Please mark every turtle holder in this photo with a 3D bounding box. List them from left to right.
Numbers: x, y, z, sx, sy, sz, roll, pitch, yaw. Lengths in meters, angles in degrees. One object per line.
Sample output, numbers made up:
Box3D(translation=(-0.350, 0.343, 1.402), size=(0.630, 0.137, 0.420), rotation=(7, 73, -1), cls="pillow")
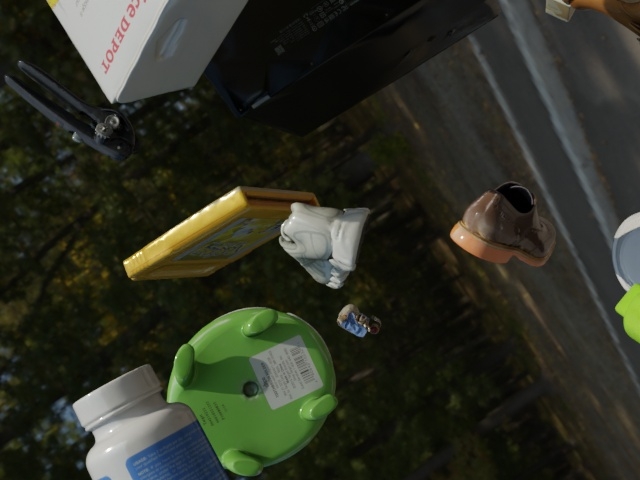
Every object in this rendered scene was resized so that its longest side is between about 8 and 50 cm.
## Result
Box3D(translation=(-0.125, 0.253, 1.367), size=(0.243, 0.320, 0.227), rotation=(35, 176, 0), cls="turtle holder")

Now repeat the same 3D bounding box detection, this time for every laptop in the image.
Box3D(translation=(0.013, -0.354, 1.223), size=(0.408, 0.382, 0.236), rotation=(52, -162, -24), cls="laptop")

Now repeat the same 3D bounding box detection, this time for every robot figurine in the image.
Box3D(translation=(0.371, 0.091, 0.919), size=(0.101, 0.067, 0.115), rotation=(41, 180, -38), cls="robot figurine")

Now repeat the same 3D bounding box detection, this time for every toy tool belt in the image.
Box3D(translation=(0.071, 0.159, 1.631), size=(0.083, 0.052, 0.051), rotation=(29, -158, -1), cls="toy tool belt")

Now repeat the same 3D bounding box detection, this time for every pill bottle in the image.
Box3D(translation=(-0.167, 0.247, 0.907), size=(0.221, 0.124, 0.124), rotation=(62, -175, 5), cls="pill bottle")

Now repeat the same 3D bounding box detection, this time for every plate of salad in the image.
Box3D(translation=(0.674, 0.038, 1.739), size=(0.200, 0.048, 0.200), rotation=(27, 123, 52), cls="plate of salad")

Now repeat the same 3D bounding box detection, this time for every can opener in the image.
Box3D(translation=(-0.308, -0.158, 1.072), size=(0.186, 0.059, 0.073), rotation=(31, 155, -5), cls="can opener")

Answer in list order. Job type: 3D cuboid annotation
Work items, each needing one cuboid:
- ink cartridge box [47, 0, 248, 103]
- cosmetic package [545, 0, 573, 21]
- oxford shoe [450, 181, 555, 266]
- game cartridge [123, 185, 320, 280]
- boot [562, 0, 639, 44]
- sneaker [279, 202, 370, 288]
Box3D(translation=(-0.223, -0.343, 0.971), size=(0.131, 0.226, 0.306), rotation=(-24, -105, -43), cls="ink cartridge box")
Box3D(translation=(0.534, -0.528, 1.917), size=(0.060, 0.041, 0.115), rotation=(29, -176, 15), cls="cosmetic package")
Box3D(translation=(0.385, -0.035, 1.656), size=(0.130, 0.133, 0.363), rotation=(36, -160, 26), cls="oxford shoe")
Box3D(translation=(-0.194, -0.006, 1.725), size=(0.285, 0.323, 0.053), rotation=(-1, -118, -61), cls="game cartridge")
Box3D(translation=(0.473, -0.318, 1.235), size=(0.220, 0.109, 0.283), rotation=(46, 177, -5), cls="boot")
Box3D(translation=(0.000, 0.000, 1.288), size=(0.118, 0.110, 0.292), rotation=(14, 167, 0), cls="sneaker")
